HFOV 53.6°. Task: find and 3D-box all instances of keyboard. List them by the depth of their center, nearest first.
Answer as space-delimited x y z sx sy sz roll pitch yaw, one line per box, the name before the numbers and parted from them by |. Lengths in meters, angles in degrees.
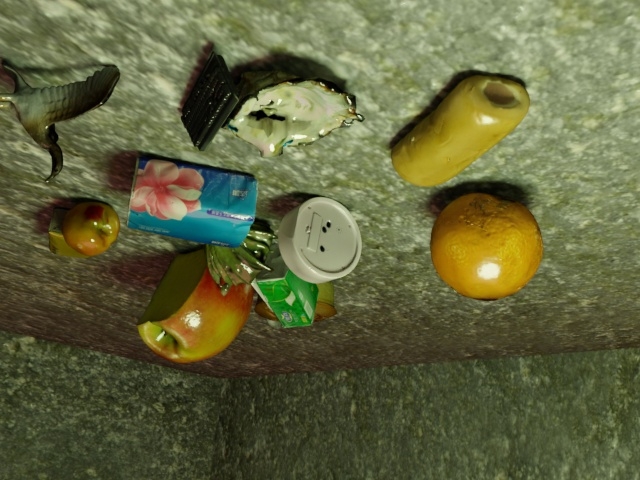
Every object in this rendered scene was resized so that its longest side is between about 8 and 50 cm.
keyboard | -0.194 -0.231 1.081 0.025 0.093 0.230 -23 176 -28

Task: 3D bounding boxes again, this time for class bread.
bread | 0.242 -0.183 1.144 0.142 0.091 0.305 5 160 -19
bread | -0.079 0.195 2.072 0.270 0.148 0.270 3 158 1

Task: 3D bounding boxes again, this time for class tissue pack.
tissue pack | -0.291 -0.076 1.426 0.270 0.137 0.209 10 159 -18
tissue pack | -0.667 -0.015 1.712 0.120 0.082 0.169 10 158 -19
tissue pack | -0.115 0.131 1.824 0.156 0.148 0.209 -7 133 23

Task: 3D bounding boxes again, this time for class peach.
peach | -0.578 -0.034 1.589 0.138 0.138 0.138 3 159 1
peach | -0.332 0.187 1.891 0.243 0.380 0.306 -7 130 27

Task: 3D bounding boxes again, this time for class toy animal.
toy animal | -0.490 -0.201 1.088 0.160 0.197 0.273 22 156 -34

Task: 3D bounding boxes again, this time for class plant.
plant | -0.267 0.000 1.592 0.251 0.180 0.333 -21 146 26

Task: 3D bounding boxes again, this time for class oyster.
oyster | -0.063 -0.220 1.102 0.260 0.092 0.198 -19 151 26

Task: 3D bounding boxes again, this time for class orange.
orange | 0.365 0.012 1.410 0.246 0.246 0.246 3 159 1

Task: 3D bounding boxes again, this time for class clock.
clock | 0.000 0.000 1.495 0.197 0.196 0.068 16 156 -30

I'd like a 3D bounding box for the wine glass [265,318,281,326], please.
wine glass | -0.189 0.293 2.461 0.074 0.074 0.262 1 160 7
